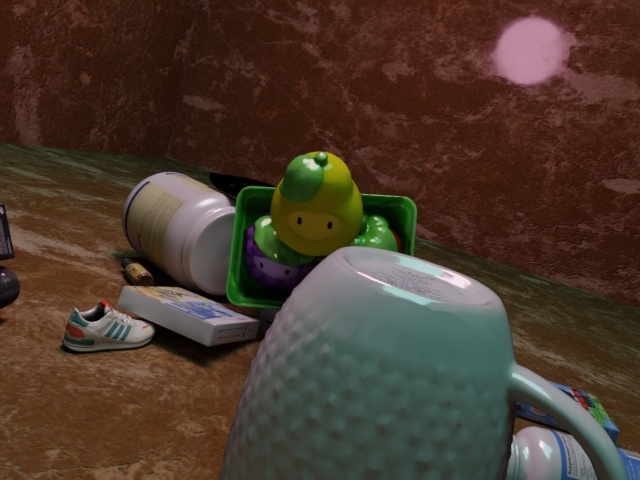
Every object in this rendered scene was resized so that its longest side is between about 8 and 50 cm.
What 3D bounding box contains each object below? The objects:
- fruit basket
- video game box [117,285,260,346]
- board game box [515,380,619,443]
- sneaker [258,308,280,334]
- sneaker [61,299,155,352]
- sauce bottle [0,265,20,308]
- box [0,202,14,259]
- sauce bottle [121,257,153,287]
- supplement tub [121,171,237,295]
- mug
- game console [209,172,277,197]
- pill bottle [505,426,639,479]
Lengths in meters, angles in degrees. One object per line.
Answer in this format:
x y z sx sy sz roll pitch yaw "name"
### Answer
0.000 0.000 1.084 0.392 0.283 0.392 5 -8 1 "fruit basket"
-0.243 0.140 1.068 0.205 0.048 0.187 19 -1 19 "video game box"
0.468 0.329 1.138 0.211 0.039 0.160 15 12 8 "board game box"
-0.006 0.182 1.113 0.258 0.094 0.091 22 18 36 "sneaker"
-0.346 0.139 0.941 0.161 0.075 0.057 2 17 -46 "sneaker"
-0.551 0.105 0.769 0.111 0.111 0.344 15 10 1 "sauce bottle"
-0.636 0.008 0.835 0.261 0.103 0.184 -11 -1 -6 "box"
-0.417 0.073 1.266 0.042 0.042 0.128 5 12 -40 "sauce bottle"
-0.307 -0.020 1.352 0.235 0.235 0.325 3 16 -45 "supplement tub"
0.093 0.201 0.548 0.374 0.328 0.276 20 13 26 "mug"
-0.081 -0.116 1.390 0.361 0.044 0.213 3 13 -43 "game console"
0.327 0.326 0.761 0.221 0.124 0.124 14 11 1 "pill bottle"
